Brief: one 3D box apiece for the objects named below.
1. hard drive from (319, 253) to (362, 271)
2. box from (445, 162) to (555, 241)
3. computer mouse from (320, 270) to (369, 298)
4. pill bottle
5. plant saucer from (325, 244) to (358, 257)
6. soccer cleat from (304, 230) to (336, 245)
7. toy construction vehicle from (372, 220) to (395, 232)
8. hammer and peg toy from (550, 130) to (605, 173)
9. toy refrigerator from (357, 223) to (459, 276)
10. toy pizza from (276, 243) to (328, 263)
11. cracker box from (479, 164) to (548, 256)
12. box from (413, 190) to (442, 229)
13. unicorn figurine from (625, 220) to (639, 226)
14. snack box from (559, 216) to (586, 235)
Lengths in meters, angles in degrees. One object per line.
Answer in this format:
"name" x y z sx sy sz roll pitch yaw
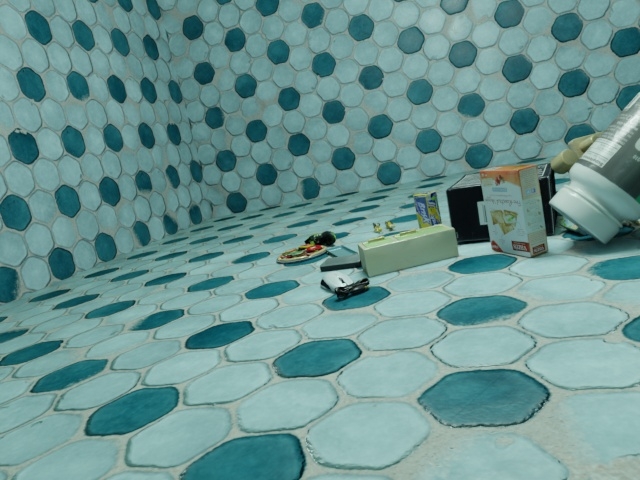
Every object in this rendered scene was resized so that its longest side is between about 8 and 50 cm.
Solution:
"hard drive" 0.075 0.070 1.642 0.135 0.022 0.094 -9 11 20
"box" 0.589 -0.124 1.627 0.297 0.182 0.294 -5 14 28
"computer mouse" 0.051 0.113 1.395 0.106 0.042 0.193 -18 12 -22
"pill bottle" 0.756 -0.180 1.248 0.361 0.204 0.204 -53 1 15
"plant saucer" 0.074 0.044 1.798 0.067 0.018 0.192 -15 10 -12
"soccer cleat" 0.000 0.000 2.024 0.072 0.060 0.179 -29 11 -28
"toy construction vehicle" 0.259 -0.053 2.062 0.086 0.035 0.098 -3 11 -11
"hammer and peg toy" 0.885 -0.207 1.597 0.362 0.265 0.127 -17 -11 -19
"toy refrigerator" 0.253 0.023 1.494 0.270 0.094 0.102 -14 11 -3
"toy pizza" -0.071 0.043 1.924 0.202 0.032 0.201 -12 11 2
"cracker box" 0.513 -0.081 1.360 0.067 0.232 0.156 -17 11 -17
"box" 0.357 -0.075 1.677 0.054 0.168 0.059 -20 14 -34
"unicorn figurine" 0.828 -0.086 1.406 0.060 0.161 0.111 -8 38 -4
"snack box" 0.745 -0.089 1.427 0.037 0.141 0.100 31 9 -5
